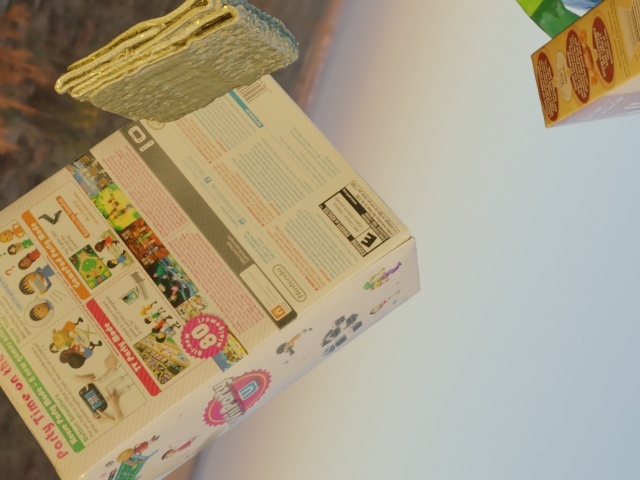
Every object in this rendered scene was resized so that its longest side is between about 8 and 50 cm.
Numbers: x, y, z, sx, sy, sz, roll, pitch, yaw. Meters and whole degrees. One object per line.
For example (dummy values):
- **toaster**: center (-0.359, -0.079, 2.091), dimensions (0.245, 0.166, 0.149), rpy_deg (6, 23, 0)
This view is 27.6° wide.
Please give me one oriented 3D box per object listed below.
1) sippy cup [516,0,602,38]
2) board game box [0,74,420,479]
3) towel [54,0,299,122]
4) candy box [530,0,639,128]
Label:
- **sippy cup**: center (0.295, -0.380, 1.544), dimensions (0.240, 0.224, 0.305), rpy_deg (27, -83, 49)
- **board game box**: center (-0.111, 0.027, 0.996), dimensions (0.303, 0.224, 0.097), rpy_deg (-35, 154, -10)
- **towel**: center (-0.074, -0.101, 0.731), dimensions (0.027, 0.110, 0.148), rpy_deg (68, 14, 7)
- **candy box**: center (0.336, -0.185, 1.198), dimensions (0.316, 0.183, 0.087), rpy_deg (150, -70, -78)
